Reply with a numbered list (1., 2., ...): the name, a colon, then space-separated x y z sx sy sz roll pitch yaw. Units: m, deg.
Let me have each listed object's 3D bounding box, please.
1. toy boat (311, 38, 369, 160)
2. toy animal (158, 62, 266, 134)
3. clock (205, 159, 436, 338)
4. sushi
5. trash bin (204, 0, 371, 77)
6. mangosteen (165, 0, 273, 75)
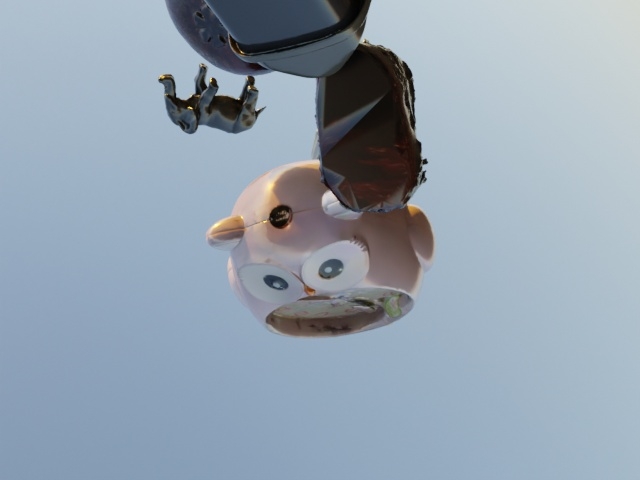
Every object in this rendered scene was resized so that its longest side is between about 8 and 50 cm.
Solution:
1. toy boat: 0.069 -0.284 1.730 0.100 0.290 0.199 27 -153 0
2. toy animal: -0.248 -0.307 1.802 0.245 0.146 0.114 18 -141 -8
3. clock: 0.000 0.000 1.357 0.377 0.368 0.250 44 -145 -63
4. sushi: 0.061 -0.149 1.051 0.126 0.136 0.225 -51 -50 -75
5. trash bin: -0.051 -0.322 0.847 0.290 0.182 0.209 42 -132 -55
6. mangosteen: -0.094 -0.374 1.174 0.235 0.235 0.261 42 -131 -10
